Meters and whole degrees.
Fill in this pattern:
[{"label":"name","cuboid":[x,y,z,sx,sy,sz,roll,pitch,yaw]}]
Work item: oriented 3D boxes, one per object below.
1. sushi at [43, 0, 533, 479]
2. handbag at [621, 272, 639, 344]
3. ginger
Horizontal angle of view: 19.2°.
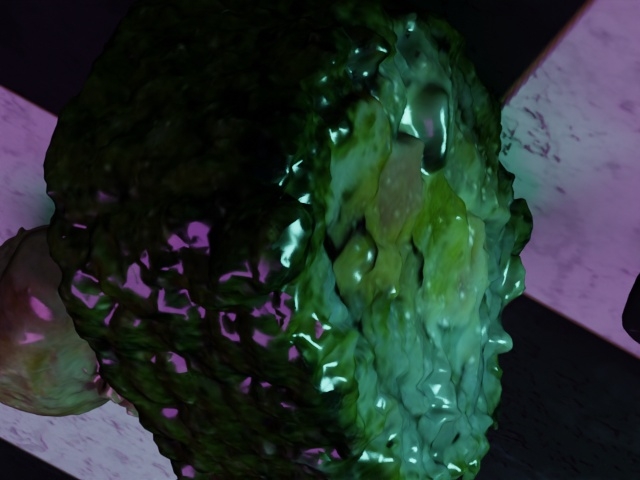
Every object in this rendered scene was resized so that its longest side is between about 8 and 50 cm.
[{"label":"sushi","cuboid":[0.000,0.000,1.141,0.178,0.294,0.352,4,145,28]},{"label":"handbag","cuboid":[0.355,0.069,1.198,0.275,0.088,0.244,34,145,-12]},{"label":"ginger","cuboid":[-0.139,0.085,1.510,0.304,0.155,0.244,19,147,13]}]
